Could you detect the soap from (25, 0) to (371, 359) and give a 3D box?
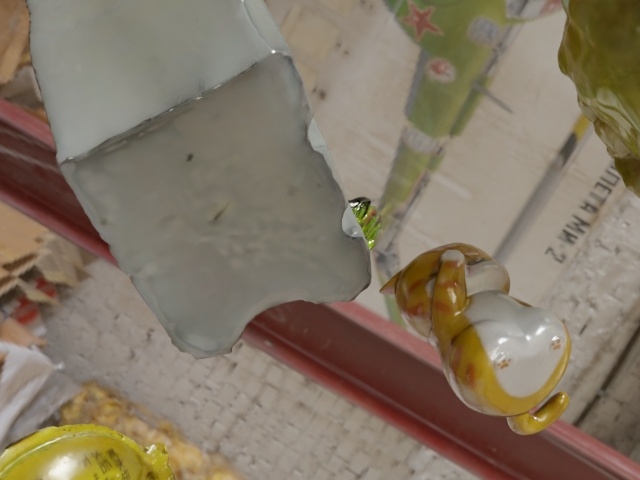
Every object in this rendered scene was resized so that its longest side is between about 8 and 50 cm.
[{"bbox_3d":[-0.131,-0.154,0.905,0.435,0.213,0.350,-113,-179,-47],"label":"soap"}]

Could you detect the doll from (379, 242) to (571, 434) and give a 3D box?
[{"bbox_3d":[0.204,0.108,1.186,0.167,0.269,0.162,-8,137,-24],"label":"doll"}]

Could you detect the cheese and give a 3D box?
[{"bbox_3d":[-0.205,0.207,0.597,0.250,0.064,0.156,-24,117,-37],"label":"cheese"}]

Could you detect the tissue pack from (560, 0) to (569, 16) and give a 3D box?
[{"bbox_3d":[0.373,-0.266,0.945,0.167,0.200,0.274,-51,132,-14],"label":"tissue pack"}]

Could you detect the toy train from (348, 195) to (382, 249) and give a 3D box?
[{"bbox_3d":[0.000,0.000,1.205,0.160,0.100,0.296,-53,167,-1],"label":"toy train"}]

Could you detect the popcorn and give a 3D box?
[{"bbox_3d":[0.307,-0.141,0.689,0.252,0.286,0.215,-37,-179,41],"label":"popcorn"}]
